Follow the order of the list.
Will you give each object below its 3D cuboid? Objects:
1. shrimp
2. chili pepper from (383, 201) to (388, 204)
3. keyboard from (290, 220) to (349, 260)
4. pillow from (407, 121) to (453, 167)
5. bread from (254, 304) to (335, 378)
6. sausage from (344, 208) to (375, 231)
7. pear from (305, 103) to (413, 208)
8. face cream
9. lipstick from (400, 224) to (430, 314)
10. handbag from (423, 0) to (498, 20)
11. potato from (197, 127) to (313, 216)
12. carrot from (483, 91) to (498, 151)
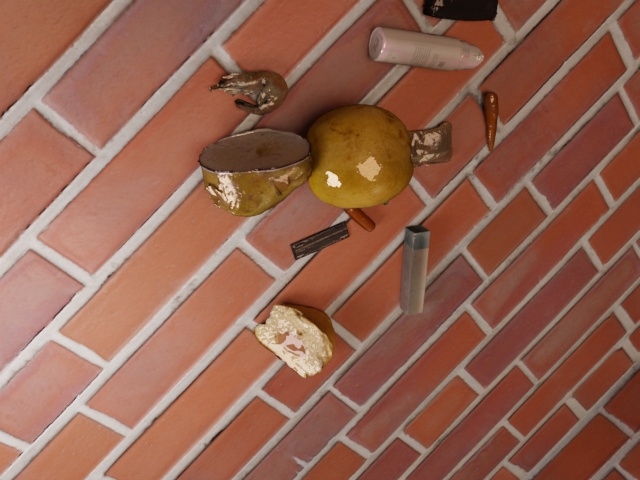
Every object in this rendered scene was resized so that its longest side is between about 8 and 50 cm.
[{"bbox_3d":[-0.195,-0.401,1.568,0.224,0.047,0.126,-8,125,-22],"label":"shrimp"},{"bbox_3d":[0.217,-0.214,1.808,0.059,0.088,0.226,-23,127,-43],"label":"chili pepper"},{"bbox_3d":[0.000,0.000,1.842,0.198,0.010,0.063,-23,120,-12],"label":"keyboard"},{"bbox_3d":[0.335,-0.299,1.844,0.211,0.034,0.135,-15,119,-15],"label":"pillow"},{"bbox_3d":[-0.066,0.327,1.838,0.224,0.211,0.183,25,107,-35],"label":"bread"},{"bbox_3d":[0.131,-0.073,1.848,0.131,0.041,0.039,38,79,-32],"label":"sausage"},{"bbox_3d":[0.105,-0.236,1.620,0.315,0.314,0.314,-9,115,-20],"label":"pear"},{"bbox_3d":[0.315,-0.559,1.684,0.346,0.102,0.101,0,112,-24],"label":"face cream"},{"bbox_3d":[0.327,0.106,1.995,0.068,0.066,0.317,-8,115,-20],"label":"lipstick"},{"bbox_3d":[0.430,-0.756,1.660,0.247,0.080,0.222,-4,114,-21],"label":"handbag"},{"bbox_3d":[-0.166,-0.172,1.569,0.300,0.246,0.196,-7,130,0],"label":"potato"},{"bbox_3d":[0.568,-0.392,1.901,0.048,0.048,0.216,-22,124,-14],"label":"carrot"}]
